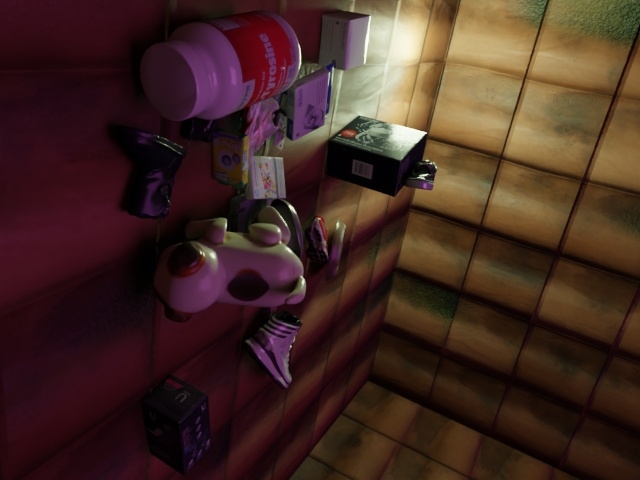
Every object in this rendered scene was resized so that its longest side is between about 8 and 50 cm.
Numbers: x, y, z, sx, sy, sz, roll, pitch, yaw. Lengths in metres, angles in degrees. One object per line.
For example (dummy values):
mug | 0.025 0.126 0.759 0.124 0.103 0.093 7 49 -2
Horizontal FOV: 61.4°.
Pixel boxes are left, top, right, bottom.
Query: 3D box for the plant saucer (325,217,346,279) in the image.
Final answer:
plant saucer | 0.077 0.048 2.596 0.310 0.050 0.311 12 90 -86

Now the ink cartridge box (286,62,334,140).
ink cartridge box | -0.025 -0.483 1.883 0.224 0.045 0.223 -36 151 -30

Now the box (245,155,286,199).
box | -0.190 -0.213 1.836 0.186 0.038 0.145 -8 94 -57

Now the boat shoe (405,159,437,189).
boat shoe | 0.436 -0.287 2.322 0.335 0.121 0.119 -40 140 -71

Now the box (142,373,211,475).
box | -0.473 0.612 1.794 0.143 0.165 0.271 -42 145 -48

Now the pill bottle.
pill bottle | -0.243 -0.440 1.361 0.407 0.228 0.229 -41 144 -49

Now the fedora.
fedora | -0.163 -0.008 1.837 0.124 0.244 0.275 -15 153 -26

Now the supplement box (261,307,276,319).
supplement box | -0.214 0.283 2.270 0.055 0.043 0.083 -28 133 -58

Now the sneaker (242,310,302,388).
sneaker | -0.151 0.471 2.338 0.257 0.169 0.448 -44 148 -16

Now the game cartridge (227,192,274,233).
game cartridge | -0.251 -0.010 1.926 0.230 0.068 0.355 -39 143 -58

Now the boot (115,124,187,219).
boot | -0.433 -0.158 1.335 0.246 0.094 0.207 16 90 -74

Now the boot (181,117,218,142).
boot | -0.333 -0.329 1.492 0.099 0.045 0.121 0 109 -63

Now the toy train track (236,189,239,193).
toy train track | -0.276 -0.189 1.777 0.048 0.014 0.083 -58 161 -44

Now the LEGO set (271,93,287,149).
LEGO set | -0.172 -0.419 1.806 0.244 0.060 0.183 11 91 -73

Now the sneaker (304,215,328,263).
sneaker | 0.000 0.000 2.454 0.279 0.107 0.118 86 23 -49

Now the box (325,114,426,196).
box | 0.244 -0.381 2.371 0.312 0.343 0.179 -47 149 -46

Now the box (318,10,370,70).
box | 0.090 -0.747 2.007 0.182 0.119 0.181 -40 143 -51

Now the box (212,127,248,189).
box | -0.272 -0.238 1.621 0.043 0.105 0.179 -50 151 -52

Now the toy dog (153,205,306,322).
toy dog | -0.281 0.103 1.560 0.407 0.395 0.285 -5 132 -38

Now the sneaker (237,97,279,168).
sneaker | -0.194 -0.326 1.676 0.121 0.099 0.263 9 105 -29
